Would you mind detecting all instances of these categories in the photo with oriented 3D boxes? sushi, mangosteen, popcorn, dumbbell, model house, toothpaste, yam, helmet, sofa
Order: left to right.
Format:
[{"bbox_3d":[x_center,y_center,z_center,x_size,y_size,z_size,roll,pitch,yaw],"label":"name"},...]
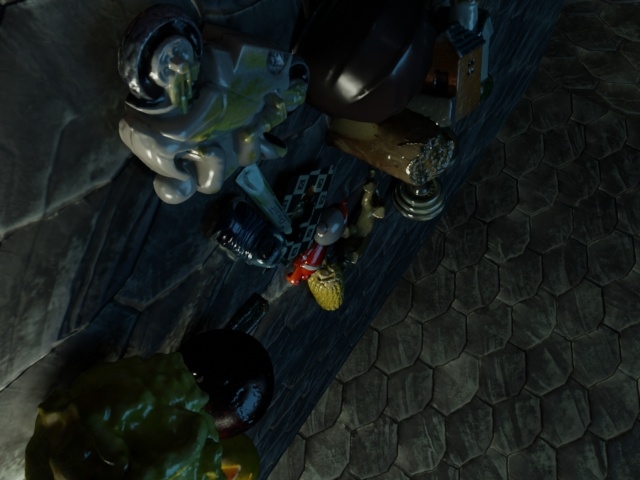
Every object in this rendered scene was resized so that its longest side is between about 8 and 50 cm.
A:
[{"bbox_3d":[-0.270,0.288,0.779,0.293,0.293,0.237,-55,144,-9],"label":"popcorn"},{"bbox_3d":[-0.193,0.278,1.070,0.211,0.211,0.250,-54,174,-14],"label":"mangosteen"},{"bbox_3d":[-0.165,0.178,1.218,0.118,0.039,0.060,-49,160,-29],"label":"sofa"},{"bbox_3d":[-0.092,-0.066,0.962,0.048,0.029,0.197,-51,145,-13],"label":"toothpaste"},{"bbox_3d":[-0.056,-0.055,1.117,0.193,0.040,0.210,-28,141,-56],"label":"sushi"},{"bbox_3d":[0.094,-0.297,0.899,0.225,0.177,0.305,-61,161,2],"label":"helmet"},{"bbox_3d":[0.132,-0.202,1.077,0.128,0.238,0.129,-39,149,-32],"label":"yam"},{"bbox_3d":[0.303,-0.199,1.627,0.179,0.179,0.406,-53,162,-17],"label":"dumbbell"},{"bbox_3d":[0.274,-0.435,1.226,0.271,0.190,0.301,-38,138,-40],"label":"model house"}]

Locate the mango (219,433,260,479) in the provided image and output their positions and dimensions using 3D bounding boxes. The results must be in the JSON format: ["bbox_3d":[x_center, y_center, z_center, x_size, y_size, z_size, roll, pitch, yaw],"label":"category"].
[{"bbox_3d":[-0.284,0.593,1.402,0.253,0.182,0.365,-49,150,-20],"label":"mango"}]

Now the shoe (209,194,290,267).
[{"bbox_3d":[-0.113,-0.005,0.941,0.091,0.106,0.207,-58,157,-5],"label":"shoe"}]

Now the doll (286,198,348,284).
[{"bbox_3d":[0.000,0.000,1.314,0.245,0.076,0.142,-61,164,23],"label":"doll"}]

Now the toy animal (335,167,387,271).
[{"bbox_3d":[0.116,-0.045,1.554,0.312,0.097,0.157,-63,174,8],"label":"toy animal"}]

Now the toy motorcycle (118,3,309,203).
[{"bbox_3d":[-0.124,-0.147,0.664,0.341,0.108,0.223,-19,138,-62],"label":"toy motorcycle"}]

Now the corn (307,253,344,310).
[{"bbox_3d":[0.018,0.130,1.556,0.106,0.106,0.293,-53,165,-15],"label":"corn"}]
